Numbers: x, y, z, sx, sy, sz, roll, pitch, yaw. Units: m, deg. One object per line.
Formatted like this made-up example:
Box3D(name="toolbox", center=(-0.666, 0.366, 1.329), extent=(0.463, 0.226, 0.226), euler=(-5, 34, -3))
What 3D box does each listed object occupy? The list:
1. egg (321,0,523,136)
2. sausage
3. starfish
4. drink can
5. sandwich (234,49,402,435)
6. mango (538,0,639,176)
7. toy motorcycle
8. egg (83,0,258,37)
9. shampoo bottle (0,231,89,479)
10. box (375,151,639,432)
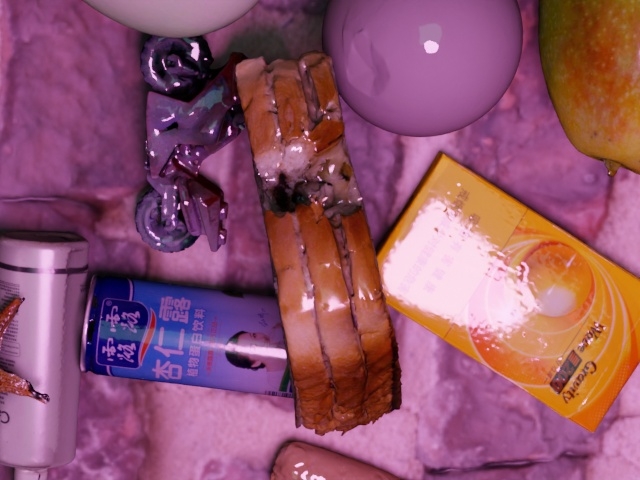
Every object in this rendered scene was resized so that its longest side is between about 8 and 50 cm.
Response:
Box3D(name="egg", center=(0.088, -0.176, 1.367), extent=(0.176, 0.232, 0.176), euler=(0, 101, 1))
Box3D(name="sausage", center=(0.093, 0.270, 1.508), extent=(0.301, 0.066, 0.066), euler=(26, 96, -7))
Box3D(name="starfish", center=(-0.295, 0.111, 1.408), extent=(0.130, 0.041, 0.133), euler=(31, 112, 32))
Box3D(name="drink can", center=(-0.099, 0.091, 1.463), extent=(0.235, 0.097, 0.097), euler=(7, 97, -1))
Box3D(name="sandwich", center=(-0.002, 0.000, 1.325), extent=(0.095, 0.249, 0.273), euler=(-10, 63, -2))
Box3D(name="mango", center=(0.308, -0.244, 1.385), extent=(0.225, 0.201, 0.382), euler=(3, 86, 20))
Box3D(name="toy motorcycle", center=(-0.108, -0.090, 1.449), extent=(0.122, 0.082, 0.213), euler=(7, 105, 8))
Box3D(name="egg", center=(-0.147, -0.302, 1.348), extent=(0.220, 0.220, 0.270), euler=(-35, 98, 3))
Box3D(name="shampoo bottle", center=(-0.265, 0.125, 1.466), extent=(0.085, 0.085, 0.262), euler=(4, 97, -2))
Box3D(name="box", center=(0.185, 0.050, 1.492), extent=(0.269, 0.043, 0.152), euler=(32, 95, -4))
